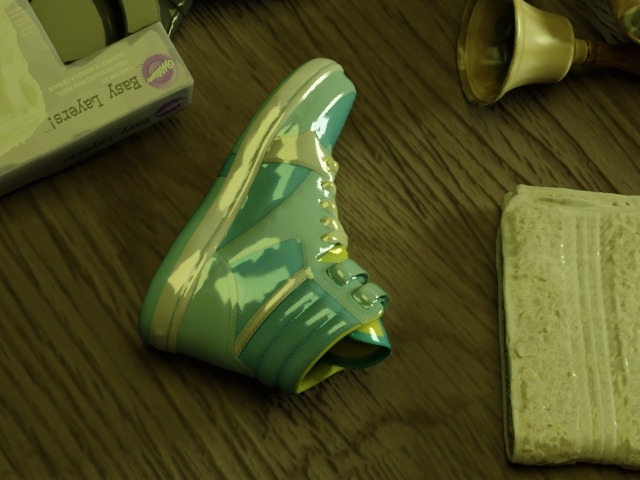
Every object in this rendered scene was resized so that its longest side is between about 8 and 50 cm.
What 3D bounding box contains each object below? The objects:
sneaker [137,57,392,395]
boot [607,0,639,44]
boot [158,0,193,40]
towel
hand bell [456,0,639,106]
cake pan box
[{"bbox_3d":[0.000,0.000,1.624,0.208,0.127,0.319,27,69,9],"label":"sneaker"},{"bbox_3d":[0.272,-0.308,1.816,0.236,0.089,0.269,6,46,-21],"label":"boot"},{"bbox_3d":[-0.224,-0.238,1.759,0.198,0.077,0.137,15,64,2],"label":"boot"},{"bbox_3d":[0.255,0.076,1.661,0.187,0.049,0.282,3,60,-6],"label":"towel"},{"bbox_3d":[0.269,-0.185,1.803,0.242,0.126,0.126,3,59,-22],"label":"hand bell"},{"bbox_3d":[-0.278,-0.183,1.676,0.267,0.070,0.245,-26,82,-15],"label":"cake pan box"}]
